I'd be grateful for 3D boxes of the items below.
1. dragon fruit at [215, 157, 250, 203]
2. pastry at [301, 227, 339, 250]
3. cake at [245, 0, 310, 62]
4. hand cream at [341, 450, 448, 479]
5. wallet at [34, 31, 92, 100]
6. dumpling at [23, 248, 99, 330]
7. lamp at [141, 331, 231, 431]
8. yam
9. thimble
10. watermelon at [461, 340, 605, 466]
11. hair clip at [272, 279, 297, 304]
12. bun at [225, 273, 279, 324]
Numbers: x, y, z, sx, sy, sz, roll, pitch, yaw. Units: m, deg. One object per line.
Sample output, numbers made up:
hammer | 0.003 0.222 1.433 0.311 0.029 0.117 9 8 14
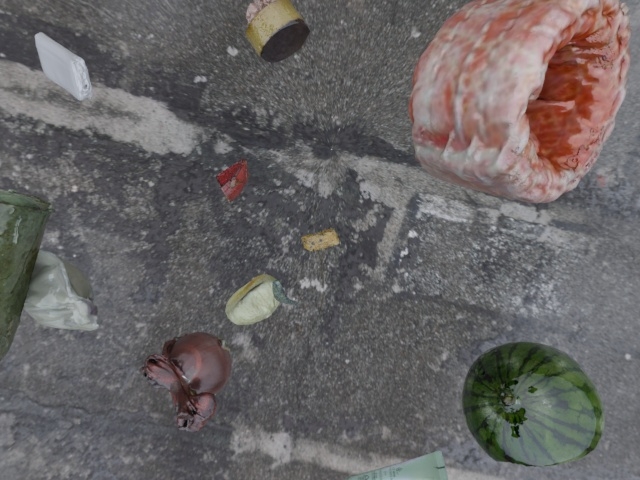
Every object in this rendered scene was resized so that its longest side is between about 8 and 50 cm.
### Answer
dragon fruit | -0.334 -0.237 1.875 0.161 0.120 0.127 -37 135 1
pastry | 0.000 0.000 1.810 0.140 0.056 0.079 -19 114 -3
cake | -0.161 -0.710 1.519 0.185 0.208 0.178 -35 80 26
hand cream | 0.120 0.424 0.815 0.205 0.078 0.049 -21 104 11
wallet | -0.534 -0.359 0.965 0.190 0.033 0.095 35 139 26
dumpling | -0.439 0.097 0.791 0.127 0.108 0.187 23 130 32
lamp | -0.282 0.305 1.043 0.215 0.223 0.150 35 130 20
yam | -0.527 0.050 0.669 0.195 0.195 0.299 23 99 -3
thimble | 0.229 -0.166 0.551 0.240 0.162 0.238 -15 118 -31
watermelon | 0.502 0.383 1.134 0.331 0.189 0.330 -11 61 20
hair clip | -0.117 0.175 1.462 0.066 0.229 0.036 16 70 14
bun | -0.261 0.250 1.860 0.244 0.244 0.153 -38 97 8
